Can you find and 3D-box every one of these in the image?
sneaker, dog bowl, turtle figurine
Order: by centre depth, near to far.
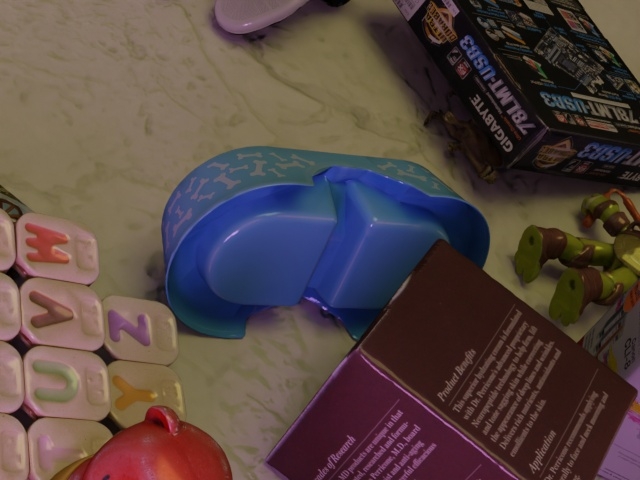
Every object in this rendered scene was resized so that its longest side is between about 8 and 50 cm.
[{"bbox_3d":[0.000,0.000,1.184,0.297,0.166,0.074,3,39,-31],"label":"dog bowl"},{"bbox_3d":[0.316,0.038,1.399,0.217,0.087,0.269,-1,53,-34],"label":"turtle figurine"},{"bbox_3d":[-0.015,-0.267,1.484,0.217,0.121,0.079,-42,69,-13],"label":"sneaker"}]

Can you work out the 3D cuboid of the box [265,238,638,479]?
[{"bbox_3d":[0.104,0.147,1.100,0.203,0.167,0.168,38,42,5],"label":"box"}]

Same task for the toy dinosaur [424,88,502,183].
[{"bbox_3d":[0.162,-0.117,1.487,0.093,0.053,0.183,39,33,-14],"label":"toy dinosaur"}]

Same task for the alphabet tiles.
[{"bbox_3d":[-0.215,0.101,1.004,0.278,0.021,0.284,12,55,-34],"label":"alphabet tiles"}]

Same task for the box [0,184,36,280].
[{"bbox_3d":[-0.344,-0.029,1.069,0.233,0.044,0.159,37,41,3],"label":"box"}]

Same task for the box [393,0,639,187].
[{"bbox_3d":[0.238,-0.193,1.540,0.296,0.073,0.293,2,50,-46],"label":"box"}]

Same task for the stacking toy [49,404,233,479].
[{"bbox_3d":[-0.098,0.274,0.855,0.309,0.130,0.279,50,43,7],"label":"stacking toy"}]

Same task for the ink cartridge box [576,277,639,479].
[{"bbox_3d":[0.311,0.123,1.248,0.127,0.176,0.128,27,42,-8],"label":"ink cartridge box"}]
